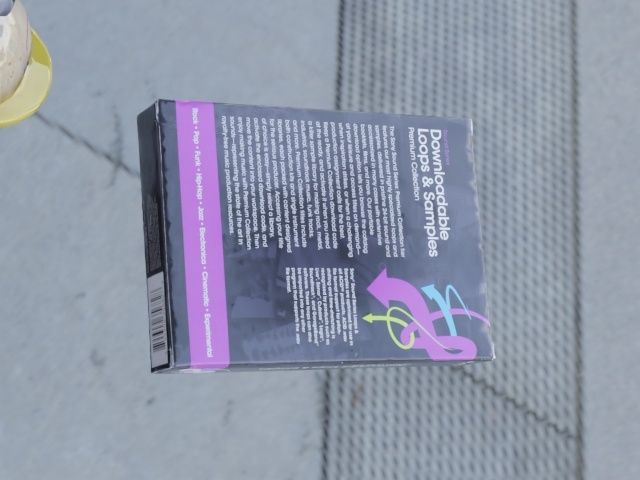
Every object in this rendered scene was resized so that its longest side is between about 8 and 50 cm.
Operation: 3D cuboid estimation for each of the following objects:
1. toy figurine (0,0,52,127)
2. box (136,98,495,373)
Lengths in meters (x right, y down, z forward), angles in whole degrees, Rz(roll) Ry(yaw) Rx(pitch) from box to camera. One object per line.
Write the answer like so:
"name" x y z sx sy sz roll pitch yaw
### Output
"toy figurine" -0.201 -0.079 0.466 0.209 0.148 0.213 32 55 13
"box" 0.000 0.000 0.727 0.162 0.029 0.116 1 79 -27
